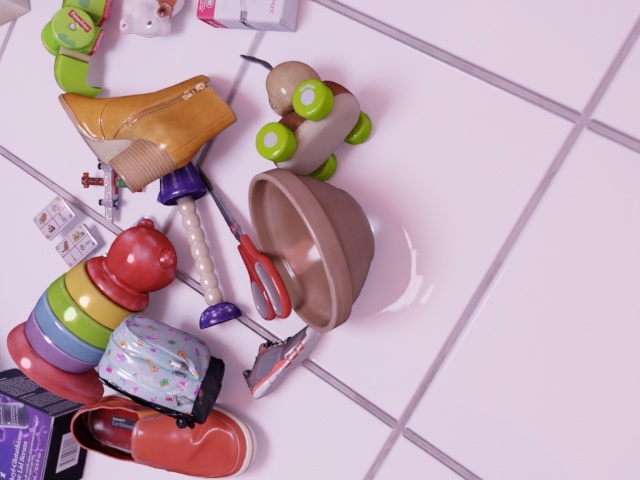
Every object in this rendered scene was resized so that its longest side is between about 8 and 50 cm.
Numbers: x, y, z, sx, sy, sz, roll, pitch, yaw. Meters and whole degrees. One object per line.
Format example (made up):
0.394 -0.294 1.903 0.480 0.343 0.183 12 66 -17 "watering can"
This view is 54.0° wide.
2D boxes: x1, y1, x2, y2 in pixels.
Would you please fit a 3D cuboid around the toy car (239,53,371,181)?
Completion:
-0.045 -0.198 0.912 0.149 0.155 0.188 -46 65 15 "toy car"

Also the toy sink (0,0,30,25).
-0.653 -0.527 1.143 0.131 0.153 0.234 -14 86 21 "toy sink"

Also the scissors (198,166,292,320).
-0.120 -0.008 0.977 0.297 0.021 0.109 66 152 12 "scissors"

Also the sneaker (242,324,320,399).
-0.067 0.174 0.964 0.158 0.061 0.065 -47 68 14 "sneaker"

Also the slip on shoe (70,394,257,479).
-0.258 0.320 1.015 0.331 0.101 0.123 5 90 20 "slip on shoe"

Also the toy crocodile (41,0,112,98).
-0.401 -0.413 1.073 0.115 0.105 0.340 6 86 57 "toy crocodile"

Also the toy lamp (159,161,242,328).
-0.195 -0.001 1.004 0.080 0.080 0.274 -21 85 20 "toy lamp"

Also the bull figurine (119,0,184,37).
-0.253 -0.479 0.997 0.188 0.101 0.310 37 96 -20 "bull figurine"

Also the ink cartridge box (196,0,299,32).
-0.107 -0.387 0.976 0.151 0.063 0.109 11 94 20 "ink cartridge box"

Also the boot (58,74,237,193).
-0.278 -0.206 1.015 0.211 0.104 0.295 -39 53 -15 "boot"

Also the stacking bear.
-0.348 0.097 1.020 0.289 0.164 0.175 -46 52 6 "stacking bear"

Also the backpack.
-0.240 0.193 0.959 0.182 0.152 0.115 26 90 -7 "backpack"

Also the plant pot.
0.000 0.000 0.881 0.110 0.237 0.237 -25 79 -21 "plant pot"

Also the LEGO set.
-0.363 -0.042 1.098 0.244 0.060 0.182 -39 89 18 "LEGO set"

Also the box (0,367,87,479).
-0.523 0.336 1.114 0.207 0.108 0.153 13 95 20 "box"
